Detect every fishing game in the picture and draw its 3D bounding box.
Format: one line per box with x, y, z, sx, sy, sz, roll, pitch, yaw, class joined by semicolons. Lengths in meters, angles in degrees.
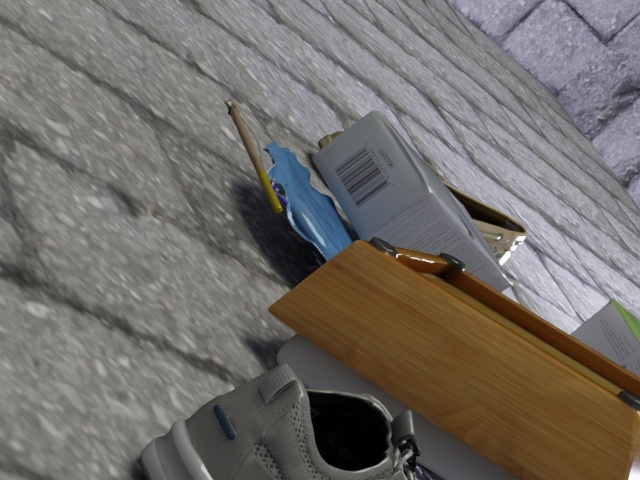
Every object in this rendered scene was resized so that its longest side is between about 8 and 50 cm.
0.000;0.000;1.379;0.264;0.041;0.189;43;17;-53;fishing game

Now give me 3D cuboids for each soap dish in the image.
0.130;0.109;1.173;0.291;0.118;0.229;32;8;23;soap dish

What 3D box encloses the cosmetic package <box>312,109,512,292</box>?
0.093;-0.018;1.536;0.231;0.085;0.117;39;18;-56;cosmetic package

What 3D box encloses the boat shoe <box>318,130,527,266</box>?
0.109;-0.048;1.705;0.285;0.089;0.104;34;21;-41;boat shoe

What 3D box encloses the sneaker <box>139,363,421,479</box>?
0.026;0.150;0.940;0.281;0.115;0.105;28;25;-52;sneaker

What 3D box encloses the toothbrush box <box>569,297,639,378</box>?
0.388;0.226;1.735;0.283;0.122;0.206;37;18;-33;toothbrush box
